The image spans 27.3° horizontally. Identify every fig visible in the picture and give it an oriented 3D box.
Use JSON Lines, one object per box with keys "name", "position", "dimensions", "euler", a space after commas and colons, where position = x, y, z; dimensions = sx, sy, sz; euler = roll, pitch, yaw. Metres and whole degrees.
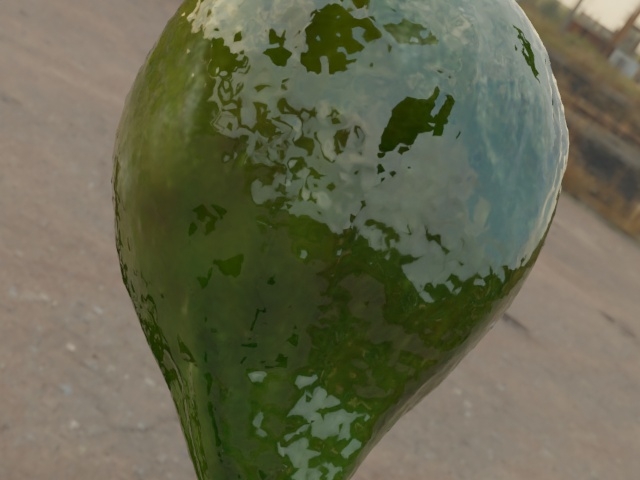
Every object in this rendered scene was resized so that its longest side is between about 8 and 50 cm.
{"name": "fig", "position": [0.000, 0.000, 0.353], "dimensions": [0.123, 0.123, 0.156], "euler": [28, 54, -26]}
